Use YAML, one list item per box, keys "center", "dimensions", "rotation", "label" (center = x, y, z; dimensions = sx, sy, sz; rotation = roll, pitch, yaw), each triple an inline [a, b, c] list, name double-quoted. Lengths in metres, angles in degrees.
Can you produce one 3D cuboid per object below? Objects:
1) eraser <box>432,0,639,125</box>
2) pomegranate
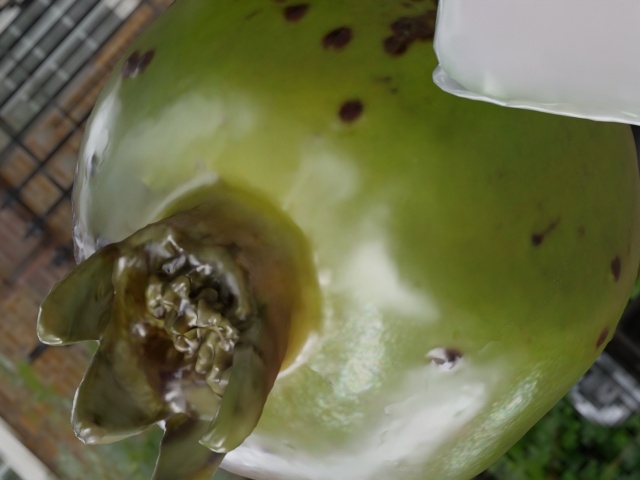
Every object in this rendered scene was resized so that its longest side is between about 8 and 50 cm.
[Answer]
- center: [0.123, -0.128, 0.462]
  dimensions: [0.086, 0.130, 0.287]
  rotation: [13, -156, 24]
  label: "eraser"
- center: [0.009, 0.008, 0.563]
  dimensions: [0.198, 0.198, 0.246]
  rotation: [43, -154, -24]
  label: "pomegranate"
